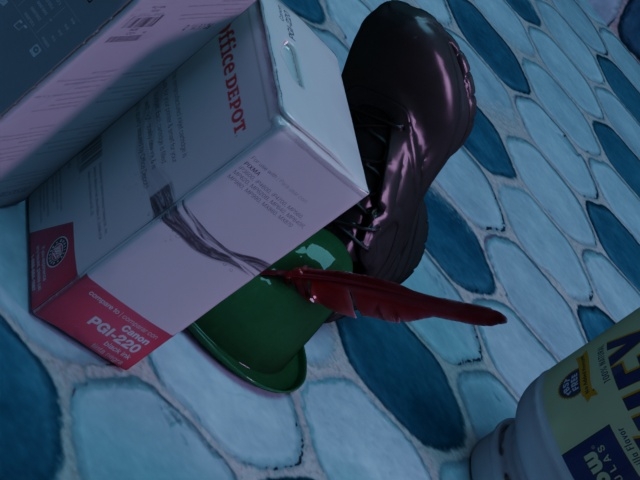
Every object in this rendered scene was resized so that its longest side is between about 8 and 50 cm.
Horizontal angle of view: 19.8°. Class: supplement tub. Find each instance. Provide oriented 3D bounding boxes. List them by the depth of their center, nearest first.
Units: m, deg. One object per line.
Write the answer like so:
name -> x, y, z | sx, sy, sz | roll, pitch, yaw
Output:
supplement tub -> 0.313, 0.166, 1.538 | 0.235, 0.325, 0.235 | 43, 23, -23

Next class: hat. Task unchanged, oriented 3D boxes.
hat -> 0.000, 0.000, 1.358 | 0.208, 0.183, 0.173 | 45, 22, -18

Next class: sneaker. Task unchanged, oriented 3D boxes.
sneaker -> 0.041, -0.050, 1.435 | 0.109, 0.286, 0.130 | 23, 38, 20

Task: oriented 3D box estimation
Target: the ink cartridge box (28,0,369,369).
ink cartridge box -> -0.085, -0.042, 1.205 | 0.092, 0.218, 0.158 | 37, 26, -34

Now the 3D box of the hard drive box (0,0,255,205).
hard drive box -> -0.173, -0.113, 1.120 | 0.089, 0.232, 0.181 | 54, 21, 6
